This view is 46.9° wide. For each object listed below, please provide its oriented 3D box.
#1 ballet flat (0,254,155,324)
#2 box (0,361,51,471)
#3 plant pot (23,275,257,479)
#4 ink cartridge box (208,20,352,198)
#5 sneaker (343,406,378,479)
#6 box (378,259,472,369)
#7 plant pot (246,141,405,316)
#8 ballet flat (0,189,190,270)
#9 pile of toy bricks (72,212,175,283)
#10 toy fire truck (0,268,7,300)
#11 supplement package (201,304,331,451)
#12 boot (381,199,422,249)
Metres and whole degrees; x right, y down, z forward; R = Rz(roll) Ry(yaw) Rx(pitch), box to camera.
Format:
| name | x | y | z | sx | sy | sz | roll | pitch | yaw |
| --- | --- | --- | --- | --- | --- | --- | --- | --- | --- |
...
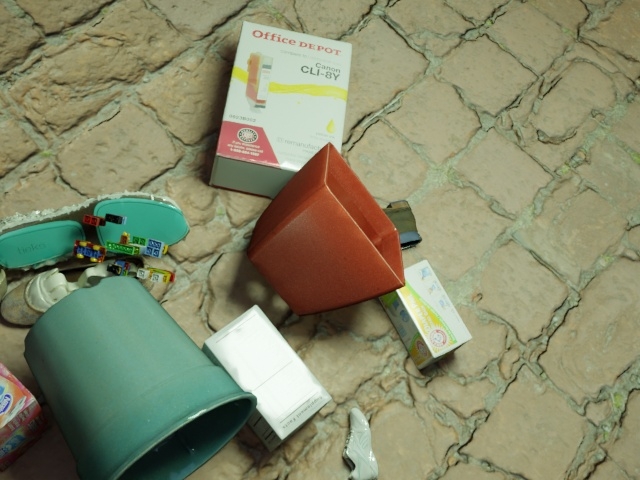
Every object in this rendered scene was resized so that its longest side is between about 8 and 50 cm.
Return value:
| name | x | y | z | sx | sy | sz | roll | pitch | yaw |
| --- | --- | --- | --- | --- | --- | --- | --- | --- | --- |
| ballet flat | -0.496 | 0.088 | 1.510 | 0.316 | 0.106 | 0.107 | -16 | 71 | -18 |
| box | -0.578 | 0.307 | 1.309 | 0.128 | 0.257 | 0.122 | 42 | 63 | 8 |
| plant pot | -0.352 | 0.268 | 1.357 | 0.341 | 0.341 | 0.334 | -33 | 69 | -23 |
| ink cartridge box | -0.088 | -0.300 | 1.743 | 0.279 | 0.160 | 0.384 | 11 | 64 | -8 |
| sneaker | 0.075 | 0.419 | 1.517 | 0.061 | 0.053 | 0.152 | -7 | 69 | -12 |
| box | 0.226 | 0.165 | 1.631 | 0.103 | 0.114 | 0.203 | -23 | 74 | -20 |
| plant pot | 0.000 | 0.000 | 1.534 | 0.236 | 0.267 | 0.267 | -34 | 109 | 16 |
| ballet flat | -0.488 | -0.036 | 1.557 | 0.409 | 0.147 | 0.147 | -8 | 68 | -16 |
| pile of toy bricks | -0.377 | 0.014 | 1.481 | 0.212 | 0.105 | 0.118 | 15 | 94 | 15 |
| toy fire truck | -0.760 | 0.131 | 1.427 | 0.217 | 0.158 | 0.246 | 23 | 53 | -2 |
| supplement package | -0.116 | 0.280 | 1.489 | 0.139 | 0.134 | 0.244 | -34 | 77 | -27 |
| boot | 0.133 | -0.018 | 1.710 | 0.219 | 0.082 | 0.106 | -18 | 69 | -21 |
